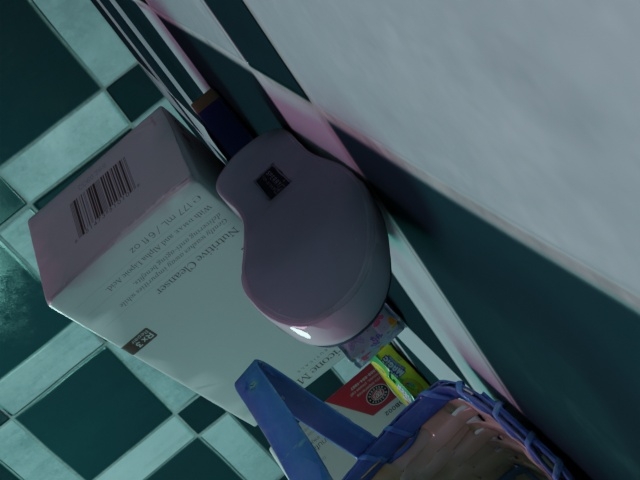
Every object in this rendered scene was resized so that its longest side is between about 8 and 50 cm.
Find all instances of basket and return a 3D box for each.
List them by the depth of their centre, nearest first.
[{"bbox_3d":[0.080,0.206,0.575,0.289,0.201,0.255,42,-179,-25],"label":"basket"}]

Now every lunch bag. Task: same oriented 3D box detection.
[{"bbox_3d":[0.037,0.078,0.867,0.083,0.071,0.053,47,179,24],"label":"lunch bag"}]

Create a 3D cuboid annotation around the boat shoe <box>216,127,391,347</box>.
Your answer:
[{"bbox_3d":[0.000,0.000,0.541,0.084,0.095,0.258,49,-172,-27],"label":"boat shoe"}]

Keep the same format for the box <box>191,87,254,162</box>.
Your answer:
[{"bbox_3d":[-0.056,-0.060,0.940,0.225,0.036,0.136,50,176,4],"label":"box"}]

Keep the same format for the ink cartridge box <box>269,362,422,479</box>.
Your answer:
[{"bbox_3d":[0.136,0.425,1.413,0.385,0.279,0.160,47,173,42],"label":"ink cartridge box"}]

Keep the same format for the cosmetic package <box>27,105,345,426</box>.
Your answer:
[{"bbox_3d":[-0.130,0.049,1.013,0.385,0.217,0.156,42,-168,-44],"label":"cosmetic package"}]

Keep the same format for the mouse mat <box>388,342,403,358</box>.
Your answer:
[{"bbox_3d":[0.068,0.117,1.346,0.153,0.007,0.189,54,175,-28],"label":"mouse mat"}]

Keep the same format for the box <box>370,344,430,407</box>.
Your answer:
[{"bbox_3d":[0.133,0.222,1.262,0.105,0.043,0.179,44,175,31],"label":"box"}]

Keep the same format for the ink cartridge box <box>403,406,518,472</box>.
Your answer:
[{"bbox_3d":[0.157,0.259,0.851,0.150,0.109,0.063,49,179,33],"label":"ink cartridge box"}]
